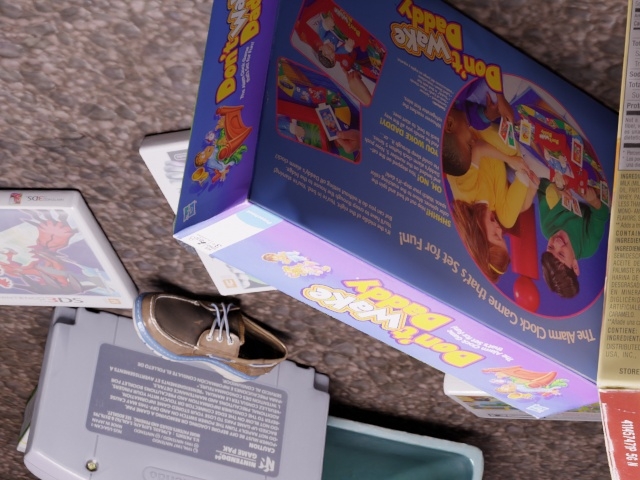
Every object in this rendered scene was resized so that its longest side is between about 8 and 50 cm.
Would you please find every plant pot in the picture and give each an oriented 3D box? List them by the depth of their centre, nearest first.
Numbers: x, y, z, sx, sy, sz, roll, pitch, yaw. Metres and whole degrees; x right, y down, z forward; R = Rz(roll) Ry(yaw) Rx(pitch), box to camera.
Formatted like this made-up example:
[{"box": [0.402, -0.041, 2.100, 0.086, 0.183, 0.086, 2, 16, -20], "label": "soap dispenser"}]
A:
[{"box": [0.009, 0.333, 2.019, 0.247, 0.248, 0.252, 13, 168, -12], "label": "plant pot"}]

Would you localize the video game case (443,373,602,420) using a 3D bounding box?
[{"box": [0.249, 0.153, 1.772, 0.227, 0.026, 0.206, 1, 169, 14], "label": "video game case"}]

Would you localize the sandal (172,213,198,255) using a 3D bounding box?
[{"box": [0.000, -0.001, 1.588, 0.254, 0.054, 0.097, 18, 145, 0], "label": "sandal"}]

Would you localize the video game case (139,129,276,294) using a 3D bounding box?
[{"box": [-0.032, -0.028, 1.508, 0.190, 0.022, 0.173, -7, 131, 25], "label": "video game case"}]

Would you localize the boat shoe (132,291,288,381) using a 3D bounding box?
[{"box": [-0.103, 0.085, 1.760, 0.066, 0.066, 0.183, -20, 152, 34], "label": "boat shoe"}]

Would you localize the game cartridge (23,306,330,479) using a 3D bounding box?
[{"box": [-0.140, 0.189, 1.813, 0.297, 0.198, 0.062, 16, 151, -15], "label": "game cartridge"}]

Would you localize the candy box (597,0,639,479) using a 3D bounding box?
[{"box": [0.242, -0.006, 1.216, 0.087, 0.316, 0.183, 1, 151, 13], "label": "candy box"}]

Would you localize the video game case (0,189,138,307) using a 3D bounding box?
[{"box": [-0.283, 0.010, 1.698, 0.183, 0.023, 0.201, 1, 151, 13], "label": "video game case"}]

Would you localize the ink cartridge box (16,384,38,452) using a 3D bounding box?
[{"box": [-0.252, 0.182, 1.973, 0.109, 0.062, 0.209, 16, 151, -14], "label": "ink cartridge box"}]

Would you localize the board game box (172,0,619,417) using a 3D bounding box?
[{"box": [0.071, -0.047, 1.274, 0.347, 0.233, 0.078, 28, 146, -33], "label": "board game box"}]
